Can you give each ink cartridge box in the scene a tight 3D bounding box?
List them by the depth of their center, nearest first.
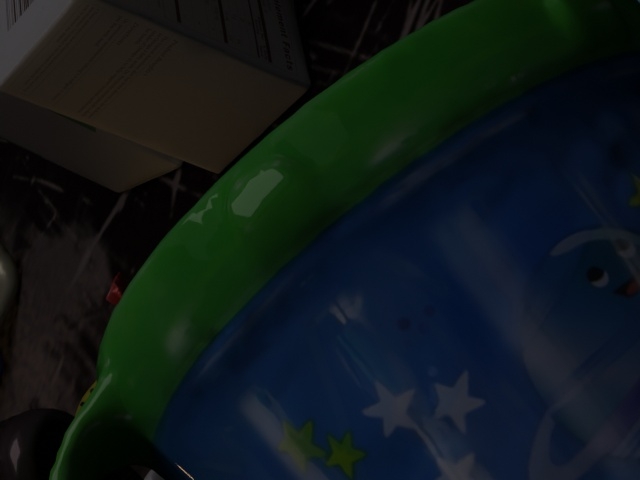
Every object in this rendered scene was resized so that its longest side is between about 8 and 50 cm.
[{"bbox_3d":[-0.163,-0.167,1.161,0.093,0.154,0.212,-19,53,50],"label":"ink cartridge box"}]

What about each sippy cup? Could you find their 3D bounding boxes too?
[{"bbox_3d":[0.080,0.071,0.524,0.305,0.240,0.224,-43,71,18],"label":"sippy cup"}]

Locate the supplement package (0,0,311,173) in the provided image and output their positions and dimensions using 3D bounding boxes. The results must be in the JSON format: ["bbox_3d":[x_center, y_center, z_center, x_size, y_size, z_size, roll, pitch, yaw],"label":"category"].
[{"bbox_3d":[-0.112,-0.136,1.030,0.105,0.179,0.105,-41,45,33],"label":"supplement package"}]

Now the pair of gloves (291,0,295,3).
[{"bbox_3d":[-0.022,-0.199,1.113,0.074,0.010,0.083,1,68,57],"label":"pair of gloves"}]

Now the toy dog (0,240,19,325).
[{"bbox_3d":[-0.472,0.165,1.298,0.408,0.284,0.395,-42,36,42],"label":"toy dog"}]

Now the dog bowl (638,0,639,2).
[{"bbox_3d":[0.197,-0.110,0.577,0.297,0.166,0.074,-18,64,50],"label":"dog bowl"}]

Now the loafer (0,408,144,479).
[{"bbox_3d":[-0.033,0.187,0.586,0.095,0.302,0.109,-46,0,35],"label":"loafer"}]

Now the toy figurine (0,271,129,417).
[{"bbox_3d":[-0.263,0.145,0.971,0.362,0.217,0.191,-62,6,3],"label":"toy figurine"}]

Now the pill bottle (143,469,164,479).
[{"bbox_3d":[-0.095,0.253,0.746,0.283,0.161,0.161,-56,32,12],"label":"pill bottle"}]
